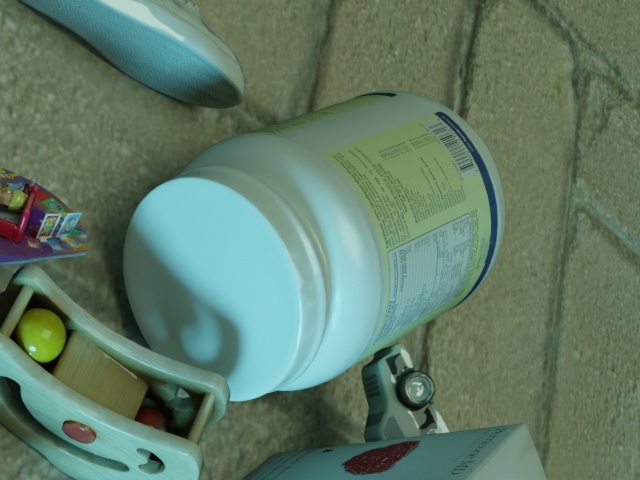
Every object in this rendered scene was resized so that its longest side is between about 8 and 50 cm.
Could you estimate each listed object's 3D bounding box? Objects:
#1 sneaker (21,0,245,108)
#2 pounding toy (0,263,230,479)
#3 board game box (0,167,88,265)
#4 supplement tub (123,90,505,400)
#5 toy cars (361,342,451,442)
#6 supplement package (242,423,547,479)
[{"bbox_3d":[-0.163,-0.253,1.272,0.292,0.108,0.169,34,58,-38],"label":"sneaker"},{"bbox_3d":[-0.176,0.158,1.101,0.269,0.154,0.155,46,48,-31],"label":"pounding toy"},{"bbox_3d":[-0.259,-0.034,1.088,0.133,0.033,0.168,41,28,29],"label":"board game box"},{"bbox_3d":[0.000,0.000,1.290,0.325,0.235,0.235,-24,98,-50],"label":"supplement tub"},{"bbox_3d":[0.105,0.279,1.388,0.087,0.176,0.394,-27,126,-15],"label":"toy cars"},{"bbox_3d":[0.050,0.286,1.222,0.177,0.293,0.175,-32,104,-50],"label":"supplement package"}]
